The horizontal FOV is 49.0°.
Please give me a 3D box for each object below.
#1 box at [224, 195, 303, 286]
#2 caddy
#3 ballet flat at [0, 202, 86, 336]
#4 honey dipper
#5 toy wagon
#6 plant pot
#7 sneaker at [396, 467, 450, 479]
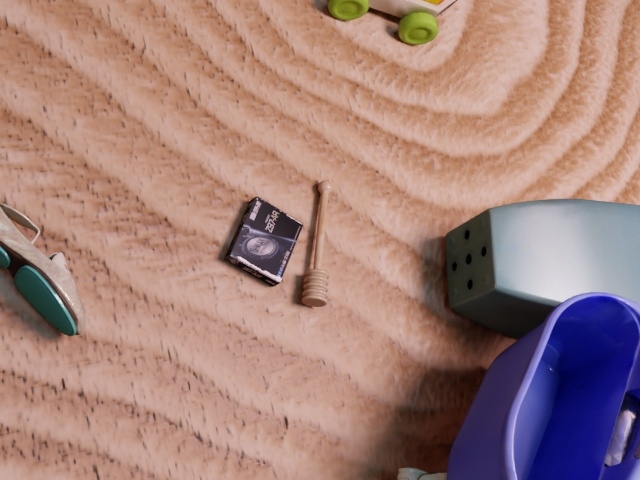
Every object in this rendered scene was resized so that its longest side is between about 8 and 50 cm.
[{"bbox_3d":[-0.063,0.001,0.799,0.067,0.018,0.083,32,60,-18],"label":"box"},{"bbox_3d":[0.289,0.212,0.727,0.241,0.179,0.341,37,53,0],"label":"caddy"},{"bbox_3d":[-0.268,0.015,0.651,0.168,0.057,0.052,47,46,-9],"label":"ballet flat"},{"bbox_3d":[0.000,0.000,0.834,0.031,0.030,0.160,19,60,-24],"label":"honey dipper"},{"bbox_3d":[0.056,-0.434,0.993,0.345,0.068,0.267,10,68,-28],"label":"toy wagon"},{"bbox_3d":[0.290,0.040,0.918,0.235,0.166,0.165,9,69,-20],"label":"plant pot"},{"bbox_3d":[0.078,0.326,0.732,0.256,0.094,0.151,-14,70,-29],"label":"sneaker"}]
